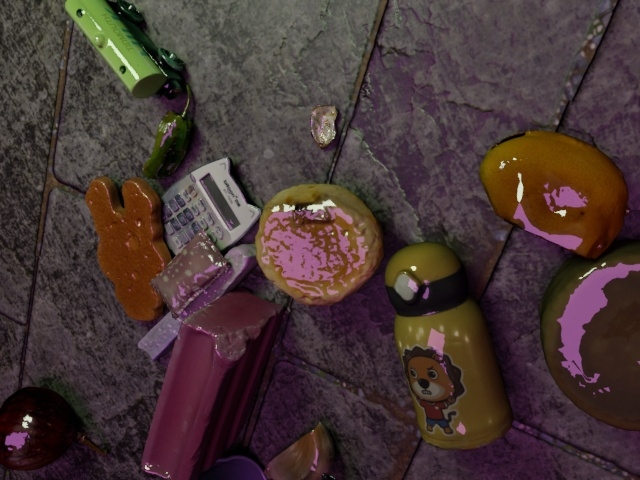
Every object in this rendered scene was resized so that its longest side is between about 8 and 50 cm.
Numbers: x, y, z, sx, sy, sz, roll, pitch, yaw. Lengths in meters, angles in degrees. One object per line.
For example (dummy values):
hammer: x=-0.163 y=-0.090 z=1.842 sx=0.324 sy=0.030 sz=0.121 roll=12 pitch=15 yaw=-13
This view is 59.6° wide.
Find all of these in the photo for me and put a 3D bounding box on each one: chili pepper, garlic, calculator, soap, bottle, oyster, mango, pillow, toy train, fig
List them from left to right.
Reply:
fig: x=-0.683 y=0.477 z=1.397 sx=0.249 sy=0.186 sz=0.204 roll=4 pitch=86 yaw=12
toy train: x=-0.378 y=-0.376 z=1.075 sx=0.105 sy=0.157 sz=0.253 roll=-40 pitch=86 yaw=21
chili pepper: x=-0.304 y=-0.210 z=1.136 sx=0.073 sy=0.072 sz=0.204 roll=36 pitch=113 yaw=10
pillow: x=-0.276 y=0.070 z=1.152 sx=0.185 sy=0.043 sz=0.118 roll=-46 pitch=67 yaw=18
calculator: x=-0.248 y=-0.053 z=1.174 sx=0.268 sy=0.040 sz=0.177 roll=-29 pitch=92 yaw=25
soap: x=-0.216 y=0.297 z=1.148 sx=0.128 sy=0.233 sz=0.360 roll=26 pitch=110 yaw=14
garlic: x=-0.033 y=0.485 z=1.213 sx=0.195 sy=0.087 sz=0.101 roll=-47 pitch=72 yaw=27
oyster: x=0.006 y=-0.213 z=1.053 sx=0.054 sy=0.019 sz=0.083 roll=8 pitch=104 yaw=17
bottle: x=0.213 y=0.174 z=0.994 sx=0.171 sy=0.171 sz=0.351 roll=-16 pitch=97 yaw=23
mango: x=0.370 y=-0.085 z=0.894 sx=0.236 sy=0.136 sz=0.166 roll=28 pitch=97 yaw=17

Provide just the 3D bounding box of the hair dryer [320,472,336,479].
hair dryer: x=0.017 y=0.535 z=1.162 sx=0.128 sy=0.070 sz=0.255 roll=4 pitch=135 yaw=21

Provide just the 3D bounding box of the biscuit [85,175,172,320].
biscuit: x=-0.416 y=0.020 z=1.243 sx=0.202 sy=0.047 sz=0.334 roll=1 pitch=107 yaw=27

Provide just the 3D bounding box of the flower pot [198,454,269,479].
flower pot: x=-0.261 y=0.642 z=1.249 sx=0.243 sy=0.265 sz=0.265 roll=-32 pitch=91 yaw=33

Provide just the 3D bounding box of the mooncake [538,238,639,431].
mooncake: x=0.497 y=0.142 z=0.890 sx=0.284 sy=0.155 sz=0.284 roll=5 pitch=103 yaw=21

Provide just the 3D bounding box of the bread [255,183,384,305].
bread: x=0.000 y=0.000 z=1.049 sx=0.244 sy=0.134 sz=0.244 roll=4 pitch=102 yaw=18

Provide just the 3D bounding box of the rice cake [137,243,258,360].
rice cake: x=-0.270 y=0.139 z=1.215 sx=0.399 sy=0.070 sz=0.064 roll=-43 pitch=83 yaw=23
